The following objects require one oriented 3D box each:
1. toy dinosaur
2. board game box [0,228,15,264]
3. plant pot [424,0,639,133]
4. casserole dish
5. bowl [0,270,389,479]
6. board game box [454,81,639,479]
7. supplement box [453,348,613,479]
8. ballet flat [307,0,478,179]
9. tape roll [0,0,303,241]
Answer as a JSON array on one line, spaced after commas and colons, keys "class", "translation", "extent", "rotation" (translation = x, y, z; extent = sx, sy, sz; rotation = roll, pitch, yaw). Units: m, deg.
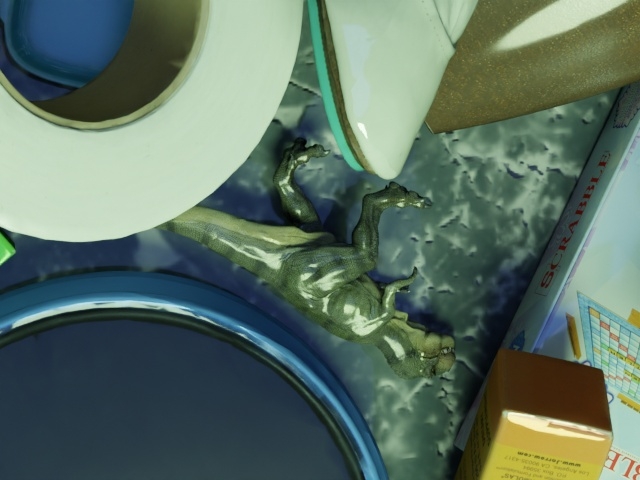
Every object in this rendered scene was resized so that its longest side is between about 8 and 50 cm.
[{"class": "toy dinosaur", "translation": [0.000, 0.000, 1.147], "extent": [0.268, 0.064, 0.118], "rotation": [28, 89, -12]}, {"class": "board game box", "translation": [-0.388, -0.037, 1.061], "extent": [0.242, 0.064, 0.316], "rotation": [-41, 101, -7]}, {"class": "plant pot", "translation": [0.146, -0.174, 1.111], "extent": [0.230, 0.215, 0.215], "rotation": [-32, 100, 6]}, {"class": "casserole dish", "translation": [-0.125, -0.152, 1.125], "extent": [0.188, 0.037, 0.114], "rotation": [11, 91, -13]}, {"class": "bowl", "translation": [-0.135, 0.215, 1.110], "extent": [0.391, 0.077, 0.391], "rotation": [0, 90, -9]}, {"class": "board game box", "translation": [0.306, 0.075, 1.216], "extent": [0.319, 0.066, 0.318], "rotation": [27, 88, -12]}, {"class": "supplement box", "translation": [0.125, 0.190, 1.125], "extent": [0.080, 0.078, 0.233], "rotation": [10, 121, -3]}, {"class": "ballet flat", "translation": [0.046, -0.231, 1.025], "extent": [0.139, 0.139, 0.400], "rotation": [-2, 62, -12]}, {"class": "tape roll", "translation": [-0.152, -0.147, 1.000], "extent": [0.286, 0.100, 0.286], "rotation": [-9, 106, -31]}]
